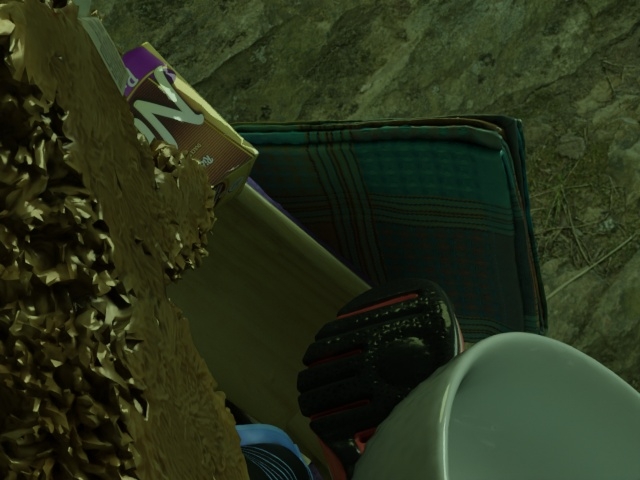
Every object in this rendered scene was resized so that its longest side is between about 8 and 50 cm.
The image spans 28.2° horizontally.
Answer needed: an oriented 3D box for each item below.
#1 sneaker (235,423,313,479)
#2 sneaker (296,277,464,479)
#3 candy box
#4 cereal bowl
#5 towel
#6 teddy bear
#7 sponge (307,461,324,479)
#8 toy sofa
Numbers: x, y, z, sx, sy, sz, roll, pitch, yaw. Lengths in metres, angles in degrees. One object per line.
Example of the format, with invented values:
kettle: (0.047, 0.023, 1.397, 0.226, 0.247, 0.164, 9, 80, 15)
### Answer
sneaker: (-0.051, 0.136, 0.622, 0.090, 0.081, 0.232, 62, 8, 28)
sneaker: (0.059, 0.170, 0.874, 0.136, 0.116, 0.314, 63, 20, -47)
candy box: (-0.141, -0.033, 0.776, 0.109, 0.187, 0.053, 45, -34, 10)
cereal bowl: (0.126, 0.220, 0.636, 0.339, 0.141, 0.339, 37, 31, -27)
towel: (0.000, 0.000, 1.089, 0.370, 0.040, 0.271, 1, -41, 18)
teddy bear: (-0.127, -0.037, 0.465, 0.245, 0.113, 0.338, -49, 122, -71)
sponge: (0.049, 0.256, 1.149, 0.117, 0.031, 0.210, 44, 0, 21)
toy sofa: (-0.079, 0.026, 1.007, 0.362, 0.150, 0.177, 40, 2, -26)
